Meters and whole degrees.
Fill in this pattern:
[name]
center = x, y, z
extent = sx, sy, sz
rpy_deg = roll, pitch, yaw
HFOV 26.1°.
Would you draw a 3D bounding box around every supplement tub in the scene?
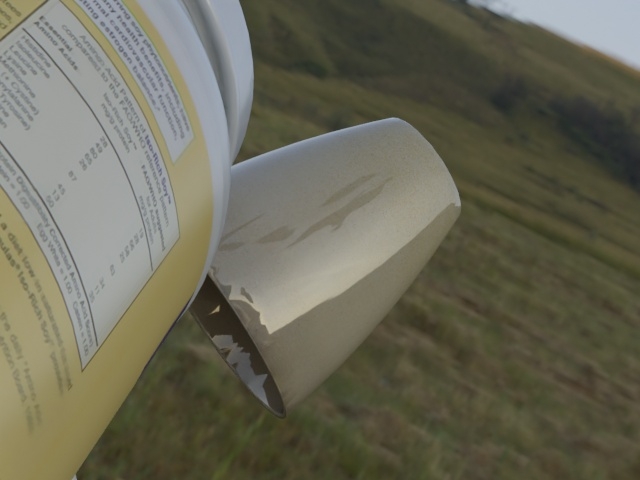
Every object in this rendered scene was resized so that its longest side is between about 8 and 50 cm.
[supplement tub]
center = -0.173, -0.001, 0.478
extent = 0.241, 0.241, 0.331
rpy_deg = 28, 37, 2

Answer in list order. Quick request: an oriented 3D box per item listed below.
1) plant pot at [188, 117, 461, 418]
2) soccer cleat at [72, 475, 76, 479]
[plant pot]
center = 0.000, 0.000, 1.409
extent = 0.256, 0.274, 0.256
rpy_deg = 52, -14, 18
[soccer cleat]
center = -0.214, 0.228, 1.123
extent = 0.076, 0.068, 0.196
rpy_deg = 40, -25, 5
